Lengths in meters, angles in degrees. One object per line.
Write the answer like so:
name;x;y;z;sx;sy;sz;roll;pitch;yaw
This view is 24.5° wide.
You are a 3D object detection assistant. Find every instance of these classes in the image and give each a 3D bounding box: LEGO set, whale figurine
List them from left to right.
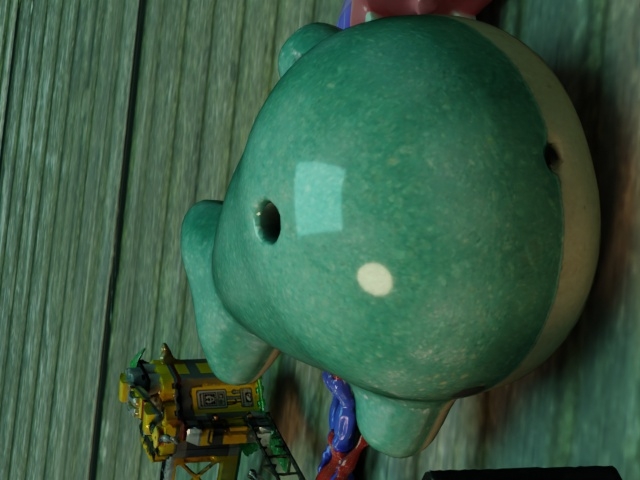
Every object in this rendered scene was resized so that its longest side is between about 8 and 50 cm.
LEGO set;-0.107;0.218;0.829;0.331;0.192;0.255;-119;36;-49
whale figurine;0.000;0.000;0.699;0.272;0.141;0.216;-20;79;49

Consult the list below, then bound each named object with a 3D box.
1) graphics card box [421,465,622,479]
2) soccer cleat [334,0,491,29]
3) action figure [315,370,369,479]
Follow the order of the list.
graphics card box;0.095;0.288;0.501;0.371;0.094;0.233;-114;32;-47
soccer cleat;0.040;-0.121;0.782;0.095;0.083;0.248;-108;32;-50
action figure;0.013;0.108;0.827;0.038;0.030;0.115;-152;67;-69
